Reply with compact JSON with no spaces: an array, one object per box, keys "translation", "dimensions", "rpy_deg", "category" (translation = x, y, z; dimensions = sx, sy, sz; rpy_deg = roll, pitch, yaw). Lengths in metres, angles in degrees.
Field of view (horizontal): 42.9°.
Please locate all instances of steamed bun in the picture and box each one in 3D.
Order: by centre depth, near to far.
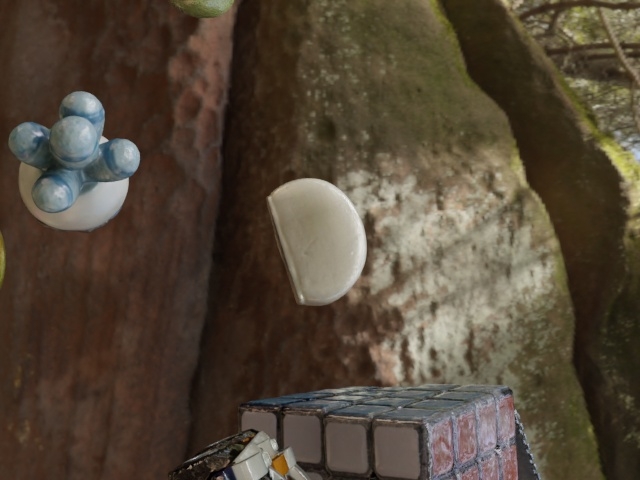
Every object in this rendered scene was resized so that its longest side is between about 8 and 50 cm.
[{"translation":[0.000,0.000,1.579],"dimensions":[0.146,0.164,0.241],"rpy_deg":[124,-52,-81],"category":"steamed bun"}]

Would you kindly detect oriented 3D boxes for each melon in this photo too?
[{"translation":[-0.273,-0.561,1.783],"dimensions":[0.139,0.192,0.139],"rpy_deg":[-10,-106,38],"category":"melon"}]

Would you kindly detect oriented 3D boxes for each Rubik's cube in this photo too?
[{"translation":[0.098,0.409,1.272],"dimensions":[0.337,0.344,0.343],"rpy_deg":[-5,-96,32],"category":"Rubik's cube"}]

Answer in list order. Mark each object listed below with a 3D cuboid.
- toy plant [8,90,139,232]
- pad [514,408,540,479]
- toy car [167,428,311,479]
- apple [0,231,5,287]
[{"translation":[-0.486,-0.156,1.604],"dimensions":[0.332,0.247,0.247],"rpy_deg":[144,-67,-71],"category":"toy plant"},{"translation":[0.284,0.412,1.495],"dimensions":[0.269,0.012,0.269],"rpy_deg":[-5,-68,45],"category":"pad"},{"translation":[-0.050,0.274,0.752],"dimensions":[0.301,0.118,0.193],"rpy_deg":[104,-36,-78],"category":"toy car"},{"translation":[-0.654,0.040,1.370],"dimensions":[0.261,0.261,0.194],"rpy_deg":[0,-77,48],"category":"apple"}]
